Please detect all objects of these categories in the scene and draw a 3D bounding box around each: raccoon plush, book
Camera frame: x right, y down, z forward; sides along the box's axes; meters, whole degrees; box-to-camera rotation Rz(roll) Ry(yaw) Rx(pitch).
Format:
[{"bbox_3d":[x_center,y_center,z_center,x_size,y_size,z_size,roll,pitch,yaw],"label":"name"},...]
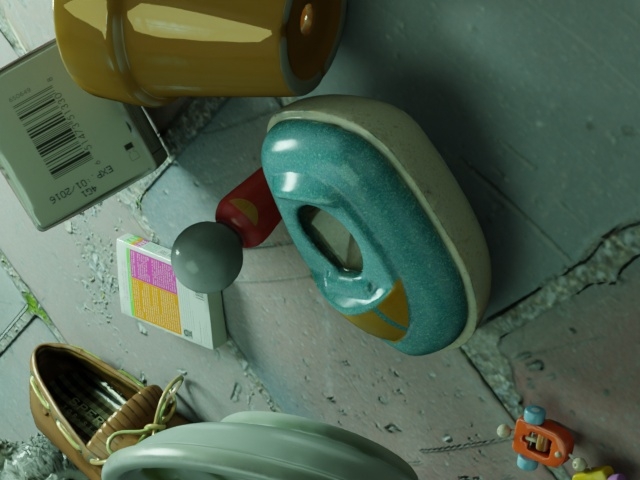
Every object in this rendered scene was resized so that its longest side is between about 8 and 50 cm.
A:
[{"bbox_3d":[-0.444,0.366,2.013,0.446,0.216,0.299,6,113,46],"label":"raccoon plush"},{"bbox_3d":[-0.168,0.055,1.602,0.144,0.035,0.096,21,128,37],"label":"book"}]

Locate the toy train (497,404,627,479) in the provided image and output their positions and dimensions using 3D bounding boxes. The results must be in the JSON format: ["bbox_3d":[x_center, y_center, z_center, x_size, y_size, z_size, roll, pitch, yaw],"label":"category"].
[{"bbox_3d":[0.217,0.229,1.281,0.125,0.046,0.166,16,114,34],"label":"toy train"}]

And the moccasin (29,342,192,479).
[{"bbox_3d":[-0.216,0.230,1.713,0.380,0.139,0.147,35,148,40],"label":"moccasin"}]

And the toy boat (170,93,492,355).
[{"bbox_3d":[0.000,0.000,1.256,0.318,0.148,0.267,7,136,51],"label":"toy boat"}]

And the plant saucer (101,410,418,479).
[{"bbox_3d":[-0.016,0.257,1.442,0.400,0.100,0.400,14,155,7],"label":"plant saucer"}]

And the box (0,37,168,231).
[{"bbox_3d":[-0.240,-0.108,1.389,0.148,0.127,0.232,61,179,-6],"label":"box"}]

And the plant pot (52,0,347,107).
[{"bbox_3d":[-0.087,-0.200,1.204,0.188,0.205,0.205,16,129,22],"label":"plant pot"}]
